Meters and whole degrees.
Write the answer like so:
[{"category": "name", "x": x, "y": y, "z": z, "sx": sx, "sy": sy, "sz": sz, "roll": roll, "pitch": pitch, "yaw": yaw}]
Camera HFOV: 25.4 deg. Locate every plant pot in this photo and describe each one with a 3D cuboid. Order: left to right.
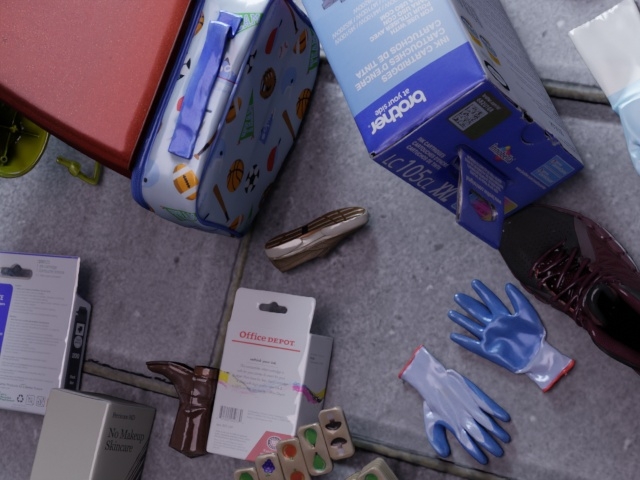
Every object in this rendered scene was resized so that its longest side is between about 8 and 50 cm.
[{"category": "plant pot", "x": -0.281, "y": -0.238, "z": 1.682, "sx": 0.235, "sy": 0.267, "sz": 0.267, "roll": 20, "pitch": 87, "yaw": -2}]

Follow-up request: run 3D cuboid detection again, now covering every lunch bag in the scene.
[{"category": "lunch bag", "x": -0.109, "y": -0.159, "z": 1.659, "sx": 0.115, "sy": 0.243, "sz": 0.303, "roll": 18, "pitch": 88, "yaw": 18}]

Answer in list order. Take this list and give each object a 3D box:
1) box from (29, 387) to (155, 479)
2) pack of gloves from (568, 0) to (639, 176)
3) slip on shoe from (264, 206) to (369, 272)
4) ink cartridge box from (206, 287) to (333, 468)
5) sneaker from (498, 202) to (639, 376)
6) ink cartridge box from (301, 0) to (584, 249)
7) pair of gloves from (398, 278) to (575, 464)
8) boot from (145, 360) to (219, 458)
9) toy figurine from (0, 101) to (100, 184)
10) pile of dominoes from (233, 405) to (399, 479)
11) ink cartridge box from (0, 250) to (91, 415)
[{"category": "box", "x": -0.294, "y": 0.325, "z": 1.733, "sx": 0.094, "sy": 0.113, "sz": 0.275, "roll": 10, "pitch": 86, "yaw": 27}, {"category": "pack of gloves", "x": 0.394, "y": -0.184, "z": 1.531, "sx": 0.195, "sy": 0.046, "sz": 0.232, "roll": -29, "pitch": 68, "yaw": 18}, {"category": "slip on shoe", "x": 0.000, "y": 0.000, "z": 1.693, "sx": 0.135, "sy": 0.051, "sz": 0.041, "roll": -23, "pitch": 110, "yaw": 12}, {"category": "ink cartridge box", "x": -0.055, "y": 0.161, "z": 1.671, "sx": 0.115, "sy": 0.067, "sz": 0.198, "roll": 8, "pitch": 85, "yaw": 27}, {"category": "sneaker", "x": 0.279, "y": 0.042, "z": 1.475, "sx": 0.281, "sy": 0.162, "sz": 0.106, "roll": 40, "pitch": 98, "yaw": 27}, {"category": "ink cartridge box", "x": 0.124, "y": -0.185, "z": 1.509, "sx": 0.151, "sy": 0.270, "sz": 0.395, "roll": -34, "pitch": 59, "yaw": 18}, {"category": "pair of gloves", "x": 0.177, "y": 0.148, "z": 1.584, "sx": 0.159, "sy": 0.023, "sz": 0.198, "roll": 43, "pitch": 99, "yaw": 27}, {"category": "boot", "x": -0.177, "y": 0.207, "z": 1.742, "sx": 0.106, "sy": 0.037, "sz": 0.114, "roll": 6, "pitch": 87, "yaw": 29}, {"category": "toy figurine", "x": -0.375, "y": -0.264, "z": 1.906, "sx": 0.217, "sy": 0.191, "sz": 0.363, "roll": 16, "pitch": 95, "yaw": 58}, {"category": "pile of dominoes", "x": -0.023, "y": 0.328, "z": 1.596, "sx": 0.251, "sy": 0.040, "sz": 0.196, "roll": -36, "pitch": 90, "yaw": 15}, {"category": "ink cartridge box", "x": -0.400, "y": 0.119, "z": 1.862, "sx": 0.206, "sy": 0.045, "sz": 0.208, "roll": 4, "pitch": 83, "yaw": 27}]
